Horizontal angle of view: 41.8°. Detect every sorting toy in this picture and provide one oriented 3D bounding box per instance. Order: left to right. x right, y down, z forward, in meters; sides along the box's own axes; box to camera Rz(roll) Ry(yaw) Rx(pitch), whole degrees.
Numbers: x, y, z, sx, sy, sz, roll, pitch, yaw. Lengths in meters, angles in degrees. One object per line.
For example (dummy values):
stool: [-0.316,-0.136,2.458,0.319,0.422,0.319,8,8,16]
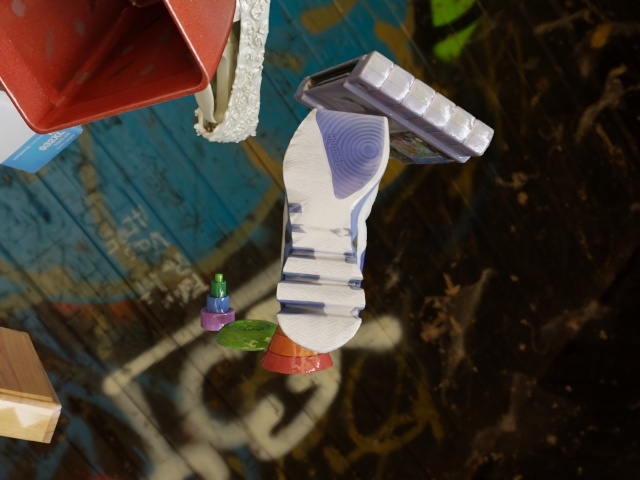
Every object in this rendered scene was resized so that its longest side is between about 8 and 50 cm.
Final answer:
sorting toy: [-0.110,0.129,1.491,0.127,0.126,0.366,-5,-168,-35]

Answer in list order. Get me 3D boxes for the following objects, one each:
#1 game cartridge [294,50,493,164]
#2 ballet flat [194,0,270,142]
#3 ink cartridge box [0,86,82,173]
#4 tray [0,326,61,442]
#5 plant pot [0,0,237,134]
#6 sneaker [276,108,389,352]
game cartridge: [0.104,-0.199,1.342,0.068,0.230,0.355,-57,-164,-5]
ballet flat: [-0.173,-0.364,1.536,0.147,0.408,0.147,3,-154,-1]
ink cartridge box: [-0.532,-0.253,1.238,0.129,0.223,0.307,-33,156,22]
tray: [-0.601,0.228,1.484,0.411,0.203,0.076,25,-84,61]
plant pot: [-0.241,-0.314,0.951,0.267,0.267,0.235,-8,-146,29]
sneaker: [0.000,0.001,1.067,0.182,0.128,0.315,109,-9,-71]
